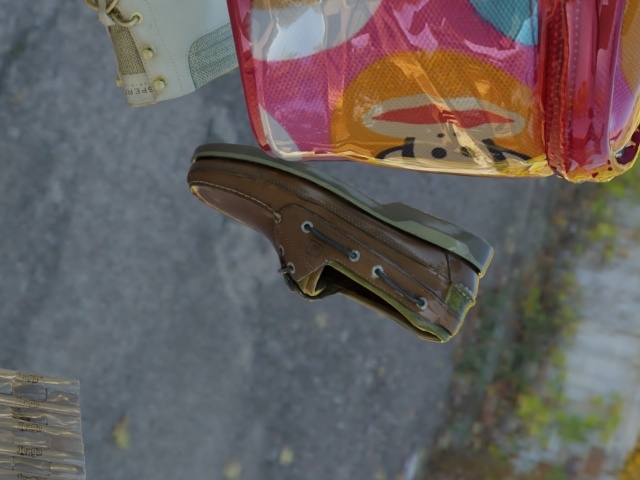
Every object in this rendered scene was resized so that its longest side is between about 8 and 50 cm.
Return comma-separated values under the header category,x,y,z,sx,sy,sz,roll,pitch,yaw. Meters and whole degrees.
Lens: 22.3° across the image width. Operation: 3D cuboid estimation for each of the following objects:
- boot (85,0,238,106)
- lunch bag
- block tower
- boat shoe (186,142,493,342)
category,x,y,z,sx,sy,sz,roll,pitch,yaw
boot,-0.177,-0.200,1.301,0.262,0.095,0.203,-23,115,-33
lunch bag,0.054,-0.174,0.477,0.258,0.120,0.293,-47,139,-69
block tower,-0.230,0.233,1.246,0.335,0.091,0.097,-106,-148,-57
boat shoe,0.000,0.000,1.501,0.104,0.307,0.111,-66,159,-12
